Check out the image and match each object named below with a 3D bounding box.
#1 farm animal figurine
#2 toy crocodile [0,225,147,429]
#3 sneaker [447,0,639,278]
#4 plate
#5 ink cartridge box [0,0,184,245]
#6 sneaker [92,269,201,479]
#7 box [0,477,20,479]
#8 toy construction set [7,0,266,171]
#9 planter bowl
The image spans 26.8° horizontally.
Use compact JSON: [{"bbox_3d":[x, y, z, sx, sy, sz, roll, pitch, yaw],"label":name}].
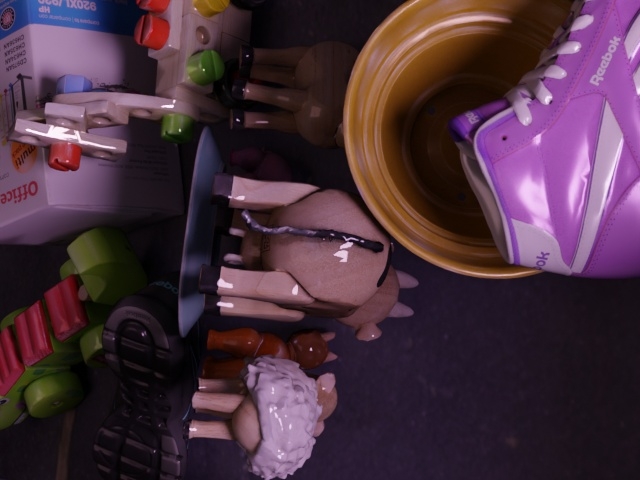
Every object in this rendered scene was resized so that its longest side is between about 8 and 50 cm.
[{"bbox_3d":[0.000,0.000,1.078,0.327,0.172,0.330,-97,14,-85],"label":"farm animal figurine"},{"bbox_3d":[-0.284,0.102,1.431,0.340,0.105,0.115,-39,61,39],"label":"toy crocodile"},{"bbox_3d":[0.168,-0.117,0.904,0.102,0.161,0.282,109,164,-84],"label":"sneaker"},{"bbox_3d":[-0.101,-0.007,1.183,0.188,0.024,0.188,-173,90,-88],"label":"plate"},{"bbox_3d":[-0.263,-0.123,1.370,0.171,0.168,0.232,-17,77,44],"label":"ink cartridge box"},{"bbox_3d":[-0.154,0.147,1.311,0.101,0.106,0.267,20,126,12],"label":"sneaker"},{"bbox_3d":[-0.167,0.372,1.053,0.293,0.395,0.212,-52,41,28],"label":"box"},{"bbox_3d":[-0.159,-0.212,1.220,0.151,0.215,0.327,8,84,50],"label":"toy construction set"},{"bbox_3d":[0.119,-0.077,0.990,0.090,0.217,0.217,135,132,-82],"label":"planter bowl"}]
